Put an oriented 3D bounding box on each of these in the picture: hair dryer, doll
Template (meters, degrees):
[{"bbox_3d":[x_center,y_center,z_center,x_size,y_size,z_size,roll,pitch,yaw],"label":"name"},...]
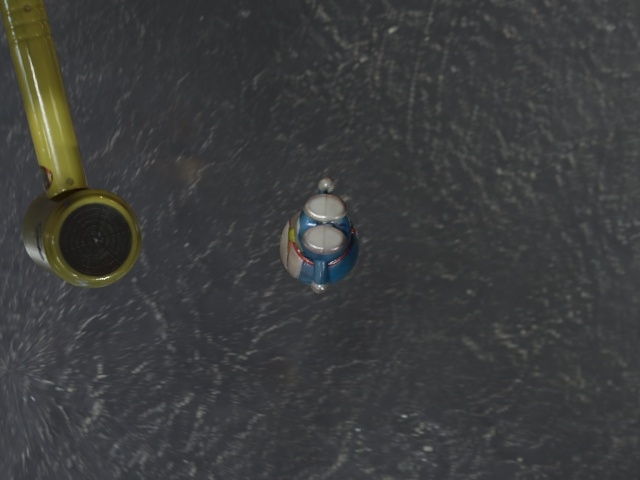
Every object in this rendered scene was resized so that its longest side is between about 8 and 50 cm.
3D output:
[{"bbox_3d":[-0.239,-0.095,1.071,0.090,0.135,0.278,-15,99,-19],"label":"hair dryer"},{"bbox_3d":[0.000,0.000,1.242,0.086,0.152,0.114,5,78,-2],"label":"doll"}]
